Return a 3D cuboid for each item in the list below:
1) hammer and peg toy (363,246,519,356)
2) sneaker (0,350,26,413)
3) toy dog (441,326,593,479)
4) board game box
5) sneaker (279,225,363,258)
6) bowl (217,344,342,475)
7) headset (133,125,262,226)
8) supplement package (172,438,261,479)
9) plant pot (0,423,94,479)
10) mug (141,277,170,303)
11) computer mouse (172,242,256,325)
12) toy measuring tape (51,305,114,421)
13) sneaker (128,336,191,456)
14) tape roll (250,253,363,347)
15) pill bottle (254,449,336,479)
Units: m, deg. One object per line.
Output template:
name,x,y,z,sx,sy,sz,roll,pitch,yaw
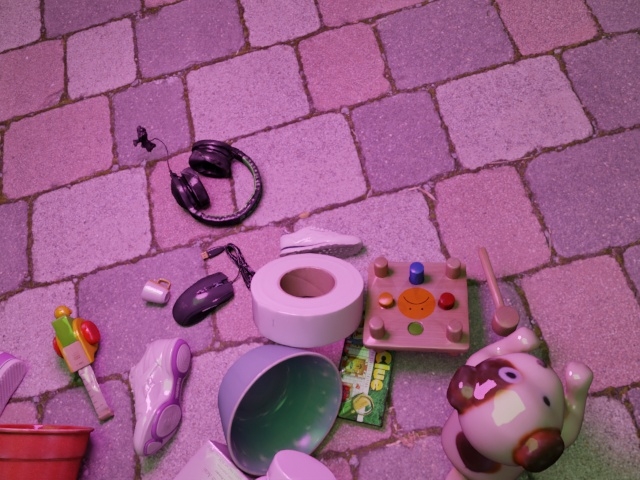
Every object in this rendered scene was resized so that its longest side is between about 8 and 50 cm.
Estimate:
hammer and peg toy,0.294,0.157,1.466,0.362,0.127,0.265,0,51,9
sneaker,-0.947,0.429,1.599,0.161,0.102,0.282,18,59,20
toy dog,0.371,0.357,1.225,0.395,0.408,0.284,-36,64,-8
board game box,0.114,0.329,1.494,0.136,0.030,0.259,9,67,11
sneaker,0.000,0.000,1.636,0.235,0.090,0.094,-4,56,7
bowl,-0.118,0.371,1.389,0.311,0.311,0.163,-49,41,-13
headset,-0.362,-0.208,1.735,0.394,0.185,0.243,29,73,9
supplement package,-0.271,0.633,1.338,0.178,0.175,0.293,36,76,22
plant pot,-0.704,0.582,1.406,0.273,0.272,0.264,0,74,10
mug,-0.459,0.143,1.662,0.064,0.062,0.078,18,76,9
computer mouse,-0.319,0.110,1.651,0.262,0.060,0.184,-28,65,-4
toy measuring tape,-0.636,0.326,1.604,0.121,0.121,0.330,-27,87,-3
sneaker,-0.433,0.401,1.526,0.152,0.114,0.305,-3,60,24
tape roll,-0.034,0.144,1.482,0.286,0.100,0.286,0,30,0
pill bottle,-0.098,0.608,1.186,0.188,0.188,0.333,28,96,20
